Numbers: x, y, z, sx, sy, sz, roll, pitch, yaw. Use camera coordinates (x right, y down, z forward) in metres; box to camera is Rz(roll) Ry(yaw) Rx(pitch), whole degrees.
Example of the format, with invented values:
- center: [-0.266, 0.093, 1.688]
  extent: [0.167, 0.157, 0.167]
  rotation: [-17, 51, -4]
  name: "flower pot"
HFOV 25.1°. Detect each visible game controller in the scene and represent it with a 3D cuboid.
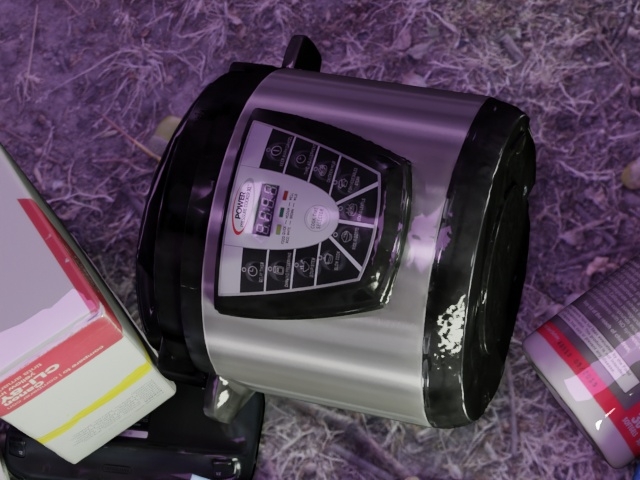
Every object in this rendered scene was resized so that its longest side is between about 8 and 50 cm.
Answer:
- center: [-0.226, 0.222, 1.734]
  extent: [0.319, 0.067, 0.166]
  rotation: [4, 60, 15]
  name: "game controller"

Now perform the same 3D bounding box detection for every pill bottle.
- center: [0.391, 0.087, 1.549]
  extent: [0.318, 0.176, 0.176]
  rotation: [-37, 69, 2]
  name: "pill bottle"

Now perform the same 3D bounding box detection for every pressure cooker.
- center: [0.001, 0.003, 1.576]
  extent: [0.420, 0.376, 0.370]
  rotation: [11, 37, 17]
  name: "pressure cooker"

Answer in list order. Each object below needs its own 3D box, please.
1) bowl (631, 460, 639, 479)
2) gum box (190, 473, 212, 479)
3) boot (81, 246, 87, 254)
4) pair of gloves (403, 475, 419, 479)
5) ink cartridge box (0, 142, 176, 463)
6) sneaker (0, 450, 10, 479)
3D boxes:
- center: [0.486, 0.320, 1.415]
  extent: [0.391, 0.077, 0.391]
  rotation: [5, 70, -14]
  name: "bowl"
- center: [-0.097, 0.373, 1.608]
  extent: [0.157, 0.041, 0.184]
  rotation: [17, 75, 5]
  name: "gum box"
- center: [-0.423, 0.025, 1.825]
  extent: [0.244, 0.088, 0.176]
  rotation: [19, 76, 14]
  name: "boot"
- center: [0.064, 0.401, 1.565]
  extent: [0.240, 0.042, 0.204]
  rotation: [-46, 40, 11]
  name: "pair of gloves"
- center: [-0.322, 0.063, 1.559]
  extent: [0.160, 0.385, 0.279]
  rotation: [-35, 72, -6]
  name: "ink cartridge box"
- center: [-0.465, 0.365, 1.667]
  extent: [0.236, 0.130, 0.323]
  rotation: [-17, 54, -10]
  name: "sneaker"
